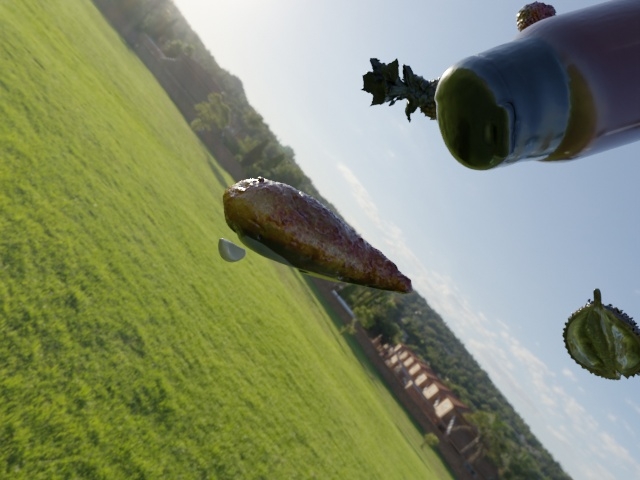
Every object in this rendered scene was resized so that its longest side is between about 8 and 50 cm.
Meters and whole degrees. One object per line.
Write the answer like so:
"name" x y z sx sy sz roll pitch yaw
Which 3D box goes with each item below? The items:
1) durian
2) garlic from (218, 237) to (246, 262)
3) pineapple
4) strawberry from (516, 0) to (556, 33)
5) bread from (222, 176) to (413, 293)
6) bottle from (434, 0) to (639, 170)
"durian" 0.576 0.183 0.973 0.091 0.148 0.188 -22 98 -46
"garlic" -0.235 0.031 1.271 0.083 0.053 0.041 24 -26 -37
"pineapple" 0.236 -0.367 1.182 0.277 0.130 0.119 0 50 -34
"strawberry" 0.470 -0.473 1.059 0.083 0.096 0.083 19 1 0
"bread" -0.006 -0.002 0.618 0.269 0.095 0.139 21 -3 -27
"bottle" 0.275 -0.158 0.462 0.144 0.336 0.144 162 -90 -78
